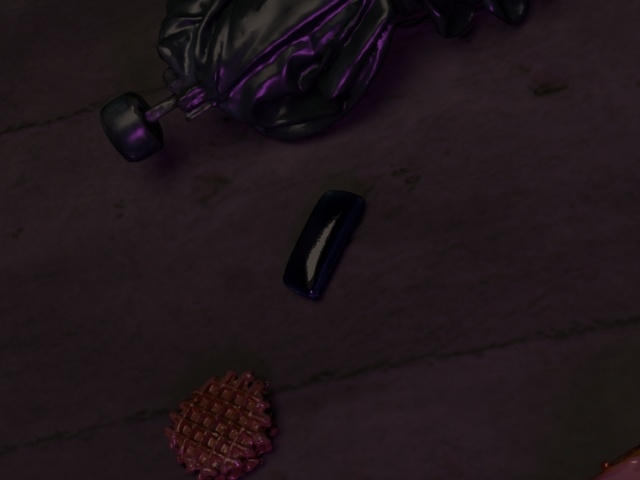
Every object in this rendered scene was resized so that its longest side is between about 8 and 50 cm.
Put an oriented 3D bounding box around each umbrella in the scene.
[{"bbox_3d":[-0.005,-0.160,1.321,0.349,0.094,0.143,-32,61,11],"label":"umbrella"}]

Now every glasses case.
[{"bbox_3d":[0.000,0.000,1.278,0.033,0.023,0.083,19,74,31],"label":"glasses case"}]

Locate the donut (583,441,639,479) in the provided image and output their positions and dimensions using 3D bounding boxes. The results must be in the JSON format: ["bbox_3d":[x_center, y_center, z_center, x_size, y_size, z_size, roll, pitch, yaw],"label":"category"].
[{"bbox_3d":[0.233,0.201,1.020,0.233,0.085,0.199,-6,64,24],"label":"donut"}]

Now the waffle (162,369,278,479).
[{"bbox_3d":[-0.067,0.128,1.242,0.083,0.029,0.075,-29,56,7],"label":"waffle"}]
